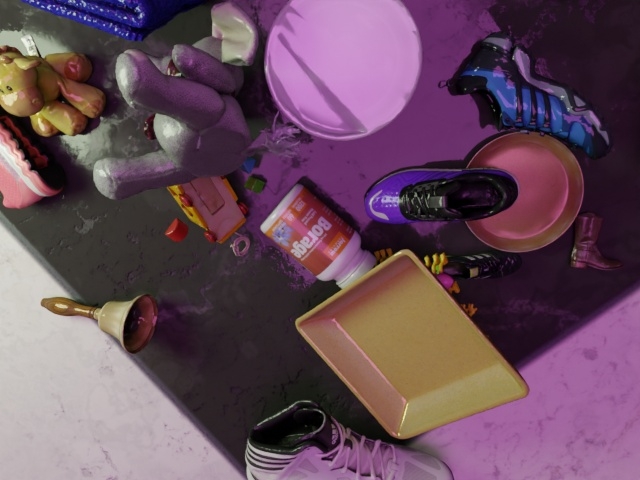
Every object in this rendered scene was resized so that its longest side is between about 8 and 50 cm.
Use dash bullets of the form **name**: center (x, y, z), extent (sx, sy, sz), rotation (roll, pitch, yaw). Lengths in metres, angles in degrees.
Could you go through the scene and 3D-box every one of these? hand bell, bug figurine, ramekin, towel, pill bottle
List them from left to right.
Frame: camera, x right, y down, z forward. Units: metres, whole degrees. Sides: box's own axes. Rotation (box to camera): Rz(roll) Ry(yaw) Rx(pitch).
- **hand bell**: center (-0.486, 0.154, 1.169), extent (0.242, 0.126, 0.126), rotation (9, 105, 14)
- **towel**: center (-0.326, -0.409, 0.905), extent (0.227, 0.308, 0.076), rotation (14, 123, 2)
- **pill bottle**: center (0.000, 0.000, 1.077), extent (0.216, 0.121, 0.121), rotation (40, 103, -6)
- **ramekin**: center (0.040, -0.319, 0.993), extent (0.273, 0.127, 0.273), rotation (1, 104, 2)
- **bug figurine**: center (0.199, 0.143, 1.095), extent (0.216, 0.072, 0.279), rotation (-20, 103, 41)

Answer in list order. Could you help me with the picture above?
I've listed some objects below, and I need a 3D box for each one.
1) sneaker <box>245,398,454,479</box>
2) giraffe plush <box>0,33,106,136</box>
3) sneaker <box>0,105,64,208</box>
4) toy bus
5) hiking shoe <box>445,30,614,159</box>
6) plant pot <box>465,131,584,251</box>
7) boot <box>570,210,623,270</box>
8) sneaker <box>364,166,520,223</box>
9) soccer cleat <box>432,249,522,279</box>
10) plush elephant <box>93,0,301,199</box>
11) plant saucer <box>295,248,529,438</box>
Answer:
- **sneaker**: center (0.060, 0.451, 1.109), extent (0.447, 0.169, 0.257), rotation (4, 139, 4)
- **giraffe plush**: center (-0.530, -0.290, 1.010), extent (0.181, 0.170, 0.210), rotation (-36, 99, 11)
- **sneaker**: center (-0.651, -0.197, 1.070), extent (0.136, 0.116, 0.314), rotation (-31, 100, 11)
- **toy bus**: center (-0.224, -0.080, 1.078), extent (0.104, 0.191, 0.202), rotation (27, 108, 41)
- **hiking shoe**: center (0.385, -0.236, 1.006), extent (0.304, 0.113, 0.132), rotation (41, 100, 4)
- **plant pot**: center (0.389, -0.094, 1.078), extent (0.236, 0.032, 0.236), rotation (1, 104, 4)
- **boot**: center (0.554, 0.000, 1.092), extent (0.106, 0.037, 0.114), rotation (3, 99, 0)
- **sneaker**: center (0.212, -0.081, 1.013), extent (0.293, 0.146, 0.102), rotation (-6, 102, 20)
- **soccer cleat**: center (0.315, 0.055, 1.097), extent (0.179, 0.072, 0.060), rotation (-4, 104, 4)
- **plush elephant**: center (-0.212, -0.248, 0.922), extent (0.330, 0.255, 0.272), rotation (-5, 145, -26)
- **plant saucer**: center (0.166, 0.196, 1.047), extent (0.333, 0.081, 0.333), rotation (49, 129, -4)
